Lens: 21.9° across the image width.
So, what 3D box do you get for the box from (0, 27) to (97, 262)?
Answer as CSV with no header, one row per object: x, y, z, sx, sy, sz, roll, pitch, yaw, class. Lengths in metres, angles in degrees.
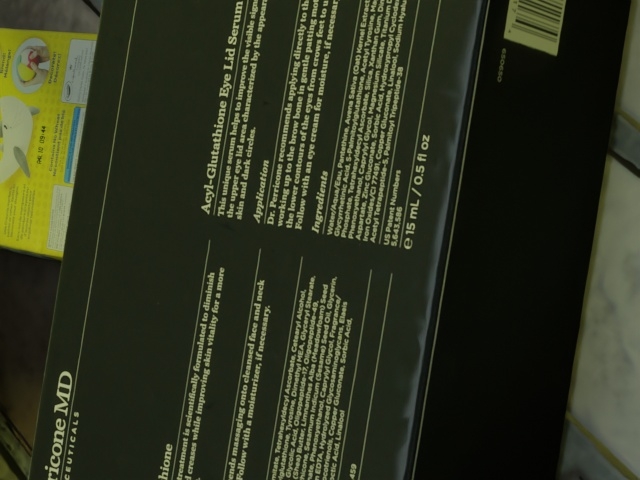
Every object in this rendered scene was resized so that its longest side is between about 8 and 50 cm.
-0.141,-0.047,0.783,0.179,0.043,0.105,10,91,38,box

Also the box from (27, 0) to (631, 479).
0.000,0.000,0.620,0.184,0.103,0.261,10,92,37,box
